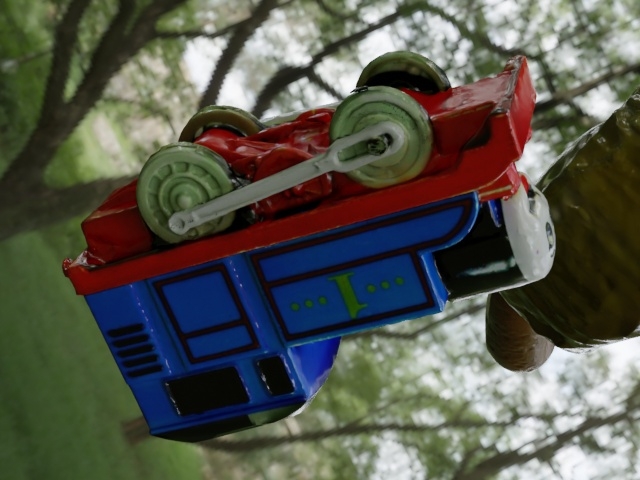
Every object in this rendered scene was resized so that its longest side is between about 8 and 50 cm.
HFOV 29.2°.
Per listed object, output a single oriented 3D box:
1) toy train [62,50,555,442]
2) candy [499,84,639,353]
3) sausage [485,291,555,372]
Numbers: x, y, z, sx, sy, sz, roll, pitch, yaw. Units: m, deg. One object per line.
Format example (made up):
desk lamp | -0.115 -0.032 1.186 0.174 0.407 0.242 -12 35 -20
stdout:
toy train | 0.000 0.000 0.527 0.083 0.204 0.131 -59 130 -63
candy | 0.226 -0.036 0.818 0.118 0.260 0.260 45 -16 9
sausage | 0.201 0.069 1.217 0.076 0.076 0.197 58 -11 28
